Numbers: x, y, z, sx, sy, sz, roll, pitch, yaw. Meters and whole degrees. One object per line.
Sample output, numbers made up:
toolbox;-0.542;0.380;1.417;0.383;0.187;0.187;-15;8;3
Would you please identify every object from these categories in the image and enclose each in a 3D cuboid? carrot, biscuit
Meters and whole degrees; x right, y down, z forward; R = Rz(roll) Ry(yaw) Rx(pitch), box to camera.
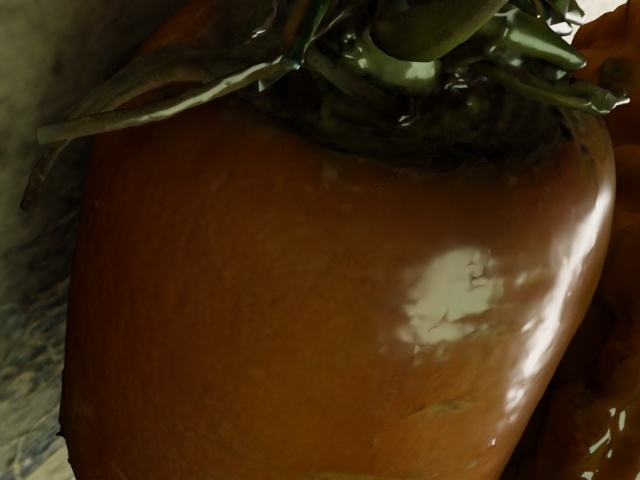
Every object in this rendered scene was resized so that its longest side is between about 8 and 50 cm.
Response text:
carrot;0.000;0.000;0.486;0.193;0.214;0.331;-67;180;-52
biscuit;0.135;0.040;0.641;0.318;0.110;0.312;105;-2;-46
